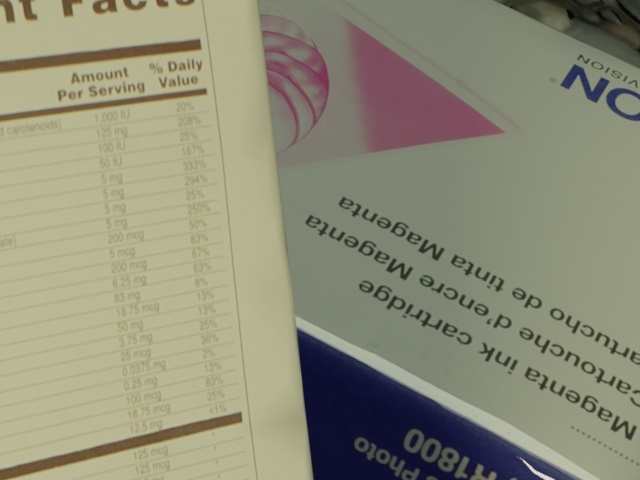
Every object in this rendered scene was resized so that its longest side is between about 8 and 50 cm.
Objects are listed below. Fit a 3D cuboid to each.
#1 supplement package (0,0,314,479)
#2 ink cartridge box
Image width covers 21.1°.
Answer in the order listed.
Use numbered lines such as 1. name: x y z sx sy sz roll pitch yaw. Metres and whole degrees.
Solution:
1. supplement package: -0.090 0.055 0.395 0.139 0.244 0.134 -10 8 -31
2. ink cartridge box: 0.000 0.000 0.663 0.324 0.071 0.330 27 43 8
